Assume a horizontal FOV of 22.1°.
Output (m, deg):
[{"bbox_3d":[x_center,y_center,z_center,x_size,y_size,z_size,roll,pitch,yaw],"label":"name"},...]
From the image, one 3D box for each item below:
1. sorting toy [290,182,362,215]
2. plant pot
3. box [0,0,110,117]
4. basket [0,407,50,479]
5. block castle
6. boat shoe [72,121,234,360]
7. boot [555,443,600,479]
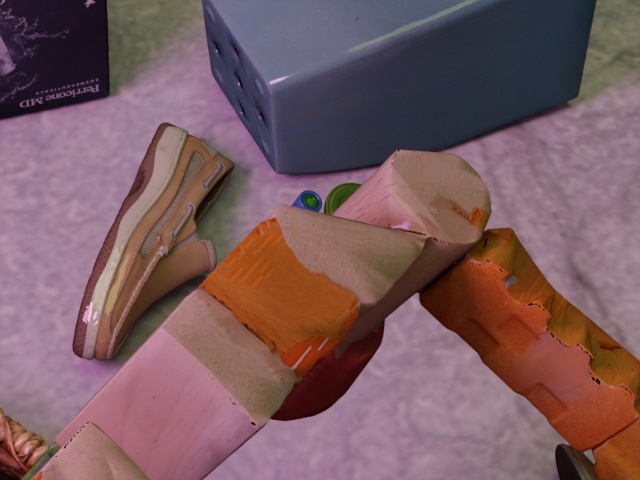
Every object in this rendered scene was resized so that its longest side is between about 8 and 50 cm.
[{"bbox_3d":[0.000,0.000,1.099,0.061,0.042,0.102,49,51,7],"label":"sorting toy"},{"bbox_3d":[0.045,-0.157,1.137,0.234,0.166,0.165,-26,61,-14],"label":"plant pot"},{"bbox_3d":[-0.229,-0.164,1.110,0.156,0.158,0.093,-14,57,-15],"label":"box"},{"bbox_3d":[-0.211,0.168,0.845,0.299,0.223,0.213,35,59,18],"label":"basket"},{"bbox_3d":[-0.013,0.199,0.657,0.303,0.213,0.453,43,46,-3],"label":"block castle"},{"bbox_3d":[-0.102,0.004,1.068,0.072,0.068,0.190,23,55,-4],"label":"boat shoe"},{"bbox_3d":[0.215,0.150,1.014,0.114,0.037,0.106,-26,75,-18],"label":"boot"}]
